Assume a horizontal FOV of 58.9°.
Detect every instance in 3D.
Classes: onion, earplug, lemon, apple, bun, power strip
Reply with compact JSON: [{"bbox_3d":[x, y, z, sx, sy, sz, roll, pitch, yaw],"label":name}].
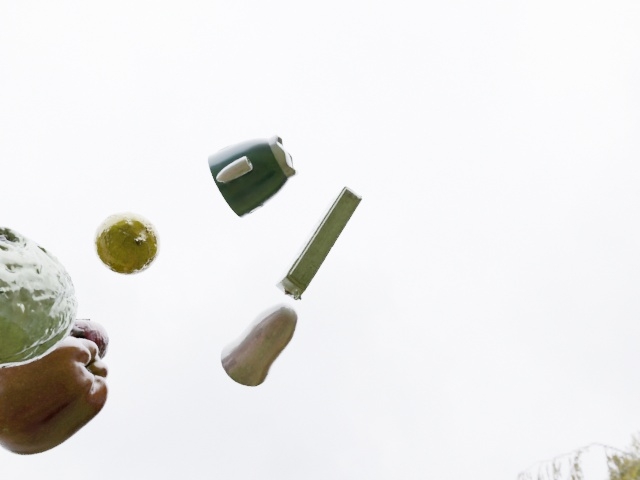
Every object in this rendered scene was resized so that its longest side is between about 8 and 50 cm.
[{"bbox_3d":[-0.744,0.353,1.768,0.195,0.139,0.218,-12,-102,40],"label":"onion"},{"bbox_3d":[-0.164,0.290,1.710,0.172,0.172,0.301,29,-54,-11],"label":"earplug"},{"bbox_3d":[-0.517,0.006,1.513,0.173,0.206,0.174,-11,-67,-26],"label":"lemon"},{"bbox_3d":[-0.733,0.402,1.505,0.316,0.288,0.288,-25,-59,-10],"label":"apple"},{"bbox_3d":[-0.362,0.043,0.594,0.221,0.221,0.108,35,-82,-15],"label":"bun"},{"bbox_3d":[0.000,0.000,1.112,0.052,0.272,0.078,35,-27,-7],"label":"power strip"}]

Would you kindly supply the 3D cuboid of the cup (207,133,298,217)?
[{"bbox_3d":[-0.151,-0.165,1.335,0.173,0.299,0.168,-28,-90,7],"label":"cup"}]
